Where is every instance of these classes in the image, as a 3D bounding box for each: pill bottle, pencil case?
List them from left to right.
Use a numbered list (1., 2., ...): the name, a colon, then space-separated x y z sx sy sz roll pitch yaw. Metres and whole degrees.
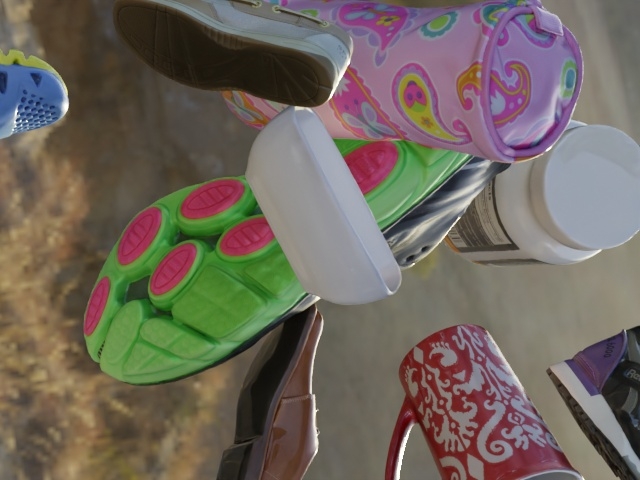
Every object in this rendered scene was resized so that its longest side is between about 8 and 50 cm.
1. pencil case: 0.048 -0.127 1.176 0.124 0.284 0.124 -12 107 -43
2. pill bottle: 0.244 -0.052 1.790 0.278 0.162 0.162 175 -96 -70

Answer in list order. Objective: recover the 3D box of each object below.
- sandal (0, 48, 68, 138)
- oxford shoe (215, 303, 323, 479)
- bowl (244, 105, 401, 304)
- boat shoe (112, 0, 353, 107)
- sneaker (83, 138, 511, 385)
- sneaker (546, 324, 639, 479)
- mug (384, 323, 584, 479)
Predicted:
1. sandal: -0.387 -0.086 1.515 0.126 0.317 0.138 106 -38 -63
2. oxford shoe: -0.032 0.158 1.466 0.076 0.076 0.212 25 72 -24
3. bowl: -0.002 -0.019 1.066 0.142 0.053 0.142 63 7 -2
4. boat shoe: -0.046 -0.108 0.856 0.045 0.135 0.050 -53 155 -42
5. sneaker: 0.000 0.000 1.516 0.185 0.483 0.202 56 -3 34
6. sneaker: 0.307 0.165 1.386 0.107 0.124 0.283 57 1 -37
7. mug: 0.125 0.168 1.388 0.113 0.150 0.169 104 -31 -47
